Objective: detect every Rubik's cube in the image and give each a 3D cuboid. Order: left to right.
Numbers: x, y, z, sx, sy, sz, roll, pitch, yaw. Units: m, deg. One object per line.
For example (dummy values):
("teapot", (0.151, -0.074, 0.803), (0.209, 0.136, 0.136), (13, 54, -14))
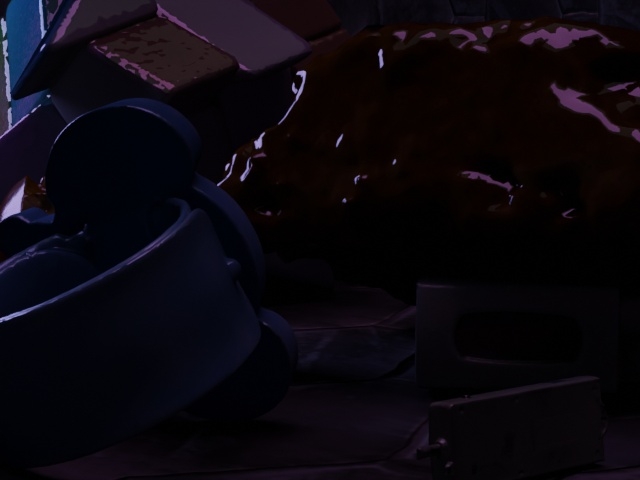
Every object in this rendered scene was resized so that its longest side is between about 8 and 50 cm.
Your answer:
("Rubik's cube", (-0.152, -0.115, 1.572), (0.387, 0.368, 0.358), (4, 23, 42))

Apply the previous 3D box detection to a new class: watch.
("watch", (-0.128, 0.046, 0.954), (0.211, 0.211, 0.193), (2, 25, 22))

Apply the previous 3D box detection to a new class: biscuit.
("biscuit", (0.163, -0.037, 1.239), (0.342, 0.166, 0.395), (2, -10, 31))

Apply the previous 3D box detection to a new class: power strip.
("power strip", (0.100, 0.101, 0.879), (0.136, 0.051, 0.019), (-6, 5, -39))

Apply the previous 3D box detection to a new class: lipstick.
("lipstick", (0.190, 0.064, 1.098), (0.253, 0.079, 0.077), (2, 1, 9))

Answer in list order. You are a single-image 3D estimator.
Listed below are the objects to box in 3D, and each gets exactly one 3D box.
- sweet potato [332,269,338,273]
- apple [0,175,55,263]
("sweet potato", (0.000, 0.000, 1.722), (0.243, 0.077, 0.077), (1, 6, 0))
("apple", (-0.175, 0.023, 1.219), (0.156, 0.147, 0.158), (34, 25, 9))
